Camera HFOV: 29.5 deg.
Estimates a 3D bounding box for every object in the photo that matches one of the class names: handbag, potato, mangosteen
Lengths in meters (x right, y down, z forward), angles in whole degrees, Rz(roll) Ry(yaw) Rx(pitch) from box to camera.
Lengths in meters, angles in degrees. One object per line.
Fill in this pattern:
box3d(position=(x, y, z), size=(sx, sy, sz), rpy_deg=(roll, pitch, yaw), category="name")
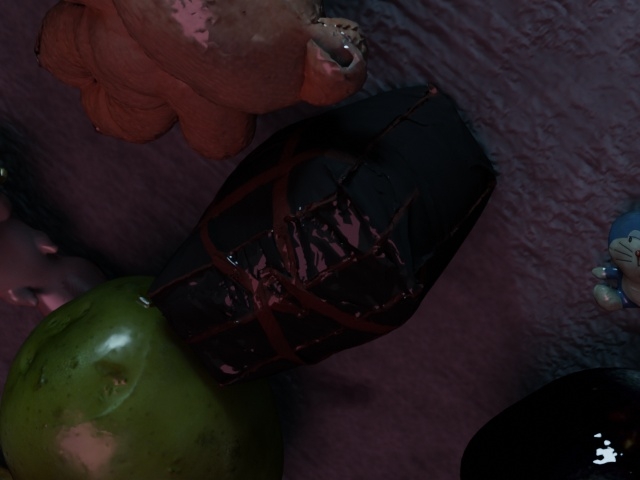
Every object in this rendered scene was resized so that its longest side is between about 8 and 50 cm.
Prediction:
box3d(position=(0.000, 0.000, 0.852), size=(0.215, 0.169, 0.155), rpy_deg=(-30, 105, 36), category="handbag")
box3d(position=(-0.137, 0.160, 0.978), size=(0.216, 0.215, 0.304), rpy_deg=(10, 151, 18), category="potato")
box3d(position=(0.227, 0.192, 0.866), size=(0.243, 0.243, 0.243), rpy_deg=(11, 125, 17), category="mangosteen")

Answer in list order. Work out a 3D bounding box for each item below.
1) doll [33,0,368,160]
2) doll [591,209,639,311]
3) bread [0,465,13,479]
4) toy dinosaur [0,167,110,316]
box3d(position=(-0.095, -0.160, 0.834), size=(0.201, 0.156, 0.303), rpy_deg=(45, 156, -19), category="doll")
box3d(position=(0.226, 0.016, 0.841), size=(0.076, 0.050, 0.083), rpy_deg=(19, 131, 34), category="doll")
box3d(position=(-0.408, 0.323, 1.265), size=(0.294, 0.132, 0.167), rpy_deg=(-21, 112, 31), category="bread")
box3d(position=(-0.266, -0.004, 1.019), size=(0.194, 0.152, 0.177), rpy_deg=(12, 164, 27), category="toy dinosaur")
